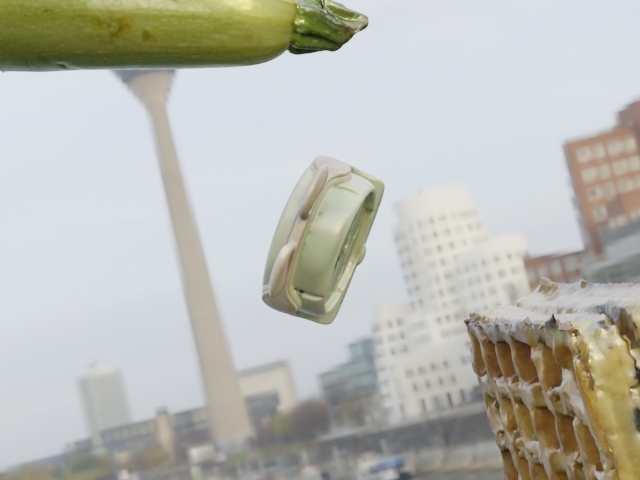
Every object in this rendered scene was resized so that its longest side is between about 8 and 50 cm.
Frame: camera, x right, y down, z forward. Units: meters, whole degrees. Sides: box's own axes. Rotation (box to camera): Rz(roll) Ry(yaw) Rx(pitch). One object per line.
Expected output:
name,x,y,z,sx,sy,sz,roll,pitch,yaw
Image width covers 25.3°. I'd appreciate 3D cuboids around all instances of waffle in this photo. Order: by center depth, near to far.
waffle,0.186,0.134,0.944,0.091,0.212,0.308,-16,1,-6

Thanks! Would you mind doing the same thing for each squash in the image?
squash,-0.084,-0.136,0.836,0.224,0.094,0.094,6,-6,5

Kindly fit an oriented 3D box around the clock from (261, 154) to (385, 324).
clock,0.000,0.000,1.279,0.062,0.151,0.191,22,1,10
